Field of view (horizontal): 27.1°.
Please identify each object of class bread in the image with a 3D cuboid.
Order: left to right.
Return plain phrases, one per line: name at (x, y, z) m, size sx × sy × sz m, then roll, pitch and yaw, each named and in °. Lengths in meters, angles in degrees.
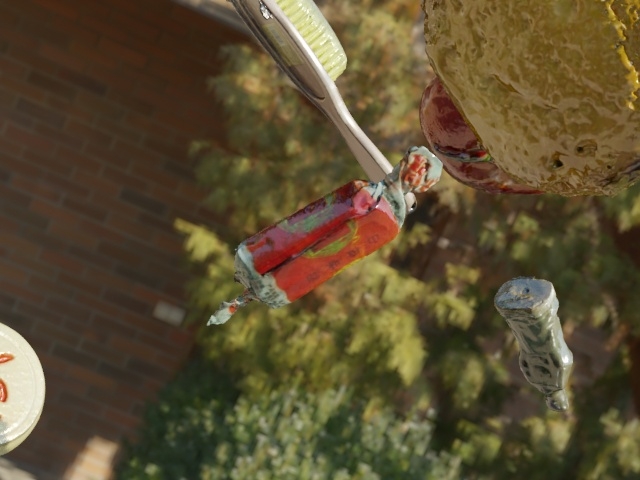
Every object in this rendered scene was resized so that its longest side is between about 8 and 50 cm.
bread at (0.180, -0.150, 0.942) m, size 0.139 × 0.239 × 0.240 m, roll -29°, pitch 40°, yaw -33°

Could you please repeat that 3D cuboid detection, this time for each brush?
brush at (0.019, -0.160, 1.389) m, size 0.313 × 0.067 × 0.072 m, roll 53°, pitch -16°, yaw -15°

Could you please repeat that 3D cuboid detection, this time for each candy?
candy at (0.000, 0.000, 1.352) m, size 0.059 × 0.292 × 0.086 m, roll 61°, pitch 4°, yaw 39°

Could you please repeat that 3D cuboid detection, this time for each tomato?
tomato at (0.230, -0.124, 1.519) m, size 0.228 × 0.228 × 0.101 m, roll 22°, pitch 44°, yaw -19°

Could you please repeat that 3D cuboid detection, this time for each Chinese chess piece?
Chinese chess piece at (-0.594, 0.253, 2.270) m, size 0.251 × 0.250 × 0.097 m, roll 21°, pitch -29°, yaw -31°

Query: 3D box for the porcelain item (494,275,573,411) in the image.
porcelain item at (0.304, 0.151, 1.797) m, size 0.081 × 0.069 × 0.215 m, roll -2°, pitch -53°, yaw 32°
